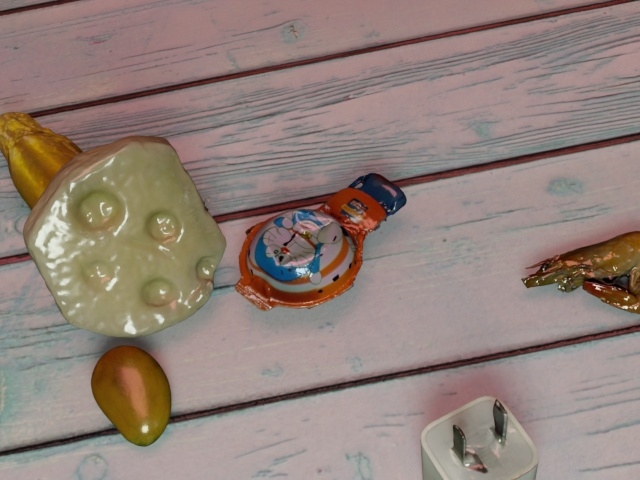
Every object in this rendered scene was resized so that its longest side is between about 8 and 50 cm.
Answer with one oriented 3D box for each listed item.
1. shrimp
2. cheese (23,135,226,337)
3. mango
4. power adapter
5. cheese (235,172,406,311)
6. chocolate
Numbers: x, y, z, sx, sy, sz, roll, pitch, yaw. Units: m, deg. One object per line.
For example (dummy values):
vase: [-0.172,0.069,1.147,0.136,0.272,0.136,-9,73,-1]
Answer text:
shrimp: [0.467,0.064,1.419,0.287,0.063,0.152,-13,61,-4]
cheese: [-0.301,-0.007,1.429,0.326,0.318,0.115,-67,25,5]
mango: [-0.283,0.233,1.373,0.111,0.089,0.163,-44,66,-11]
power adapter: [0.208,0.282,1.176,0.130,0.205,0.125,-24,51,-13]
cheese: [0.000,0.000,1.495,0.329,0.129,0.217,-38,56,-22]
chocolate: [-0.475,-0.114,1.648,0.162,0.162,0.445,-34,52,-18]
